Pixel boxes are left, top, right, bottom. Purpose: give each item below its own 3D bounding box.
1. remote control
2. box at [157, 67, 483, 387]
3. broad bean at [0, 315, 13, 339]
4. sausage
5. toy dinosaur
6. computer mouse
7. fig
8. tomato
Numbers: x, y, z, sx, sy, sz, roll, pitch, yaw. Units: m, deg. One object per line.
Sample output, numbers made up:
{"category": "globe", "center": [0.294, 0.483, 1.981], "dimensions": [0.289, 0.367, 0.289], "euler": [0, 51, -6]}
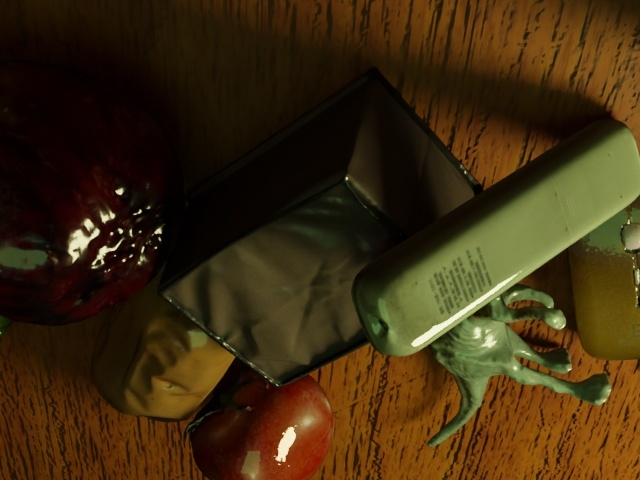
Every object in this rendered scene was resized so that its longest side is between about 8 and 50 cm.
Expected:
{"category": "remote control", "center": [0.161, -0.006, 0.938], "dimensions": [0.310, 0.038, 0.090], "euler": [-33, 115, -20]}
{"category": "box", "center": [0.000, 0.000, 1.025], "dimensions": [0.252, 0.153, 0.188], "euler": [-27, 124, 31]}
{"category": "broad bean", "center": [-0.311, 0.036, 1.174], "dimensions": [0.052, 0.052, 0.256], "euler": [-4, 150, -45]}
{"category": "sausage", "center": [-0.161, 0.109, 1.173], "dimensions": [0.136, 0.120, 0.241], "euler": [29, 134, -15]}
{"category": "toy dinosaur", "center": [0.185, 0.123, 1.162], "dimensions": [0.206, 0.092, 0.393], "euler": [19, 151, -7]}
{"category": "computer mouse", "center": [0.313, 0.043, 1.090], "dimensions": [0.126, 0.056, 0.245], "euler": [-6, 131, 13]}
{"category": "fig", "center": [-0.252, -0.045, 0.975], "dimensions": [0.263, 0.224, 0.224], "euler": [36, 129, -12]}
{"category": "tomato", "center": [-0.065, 0.223, 1.246], "dimensions": [0.167, 0.167, 0.167], "euler": [4, 134, 4]}
